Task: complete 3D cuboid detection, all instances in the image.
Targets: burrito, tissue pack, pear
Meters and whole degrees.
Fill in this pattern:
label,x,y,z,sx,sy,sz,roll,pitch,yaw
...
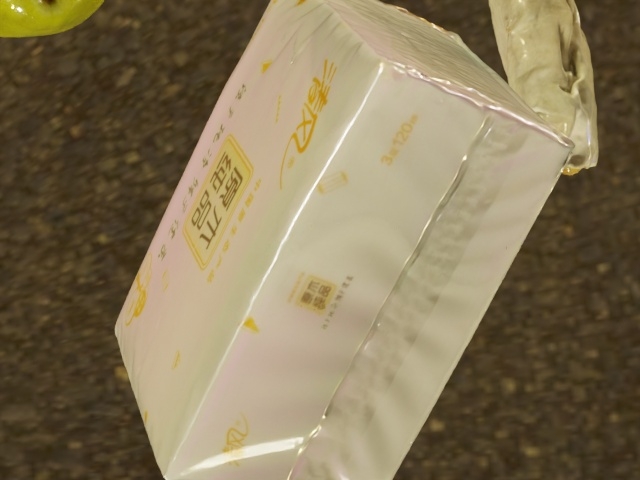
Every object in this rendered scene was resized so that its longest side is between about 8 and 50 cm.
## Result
label,x,y,z,sx,sy,sz,roll,pitch,yaw
burrito,0.184,-0.228,1.643,0.076,0.117,0.392,-12,66,6
tissue pack,0.000,0.000,0.929,0.124,0.185,0.225,21,105,-24
pear,-0.162,-0.154,1.010,0.092,0.097,0.092,-19,123,-32
